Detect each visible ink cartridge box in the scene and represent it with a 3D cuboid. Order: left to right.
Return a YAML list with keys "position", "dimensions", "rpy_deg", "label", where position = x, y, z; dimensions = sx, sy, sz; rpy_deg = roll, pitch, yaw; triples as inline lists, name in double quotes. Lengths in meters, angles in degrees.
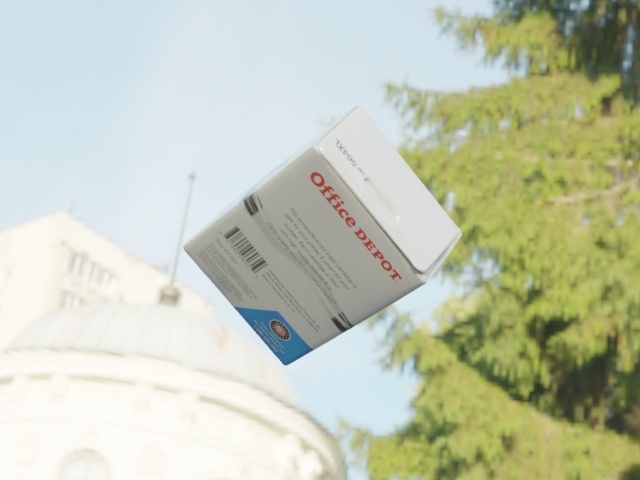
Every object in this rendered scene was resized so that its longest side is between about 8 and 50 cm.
- position: [0.000, 0.000, 1.187]
  dimensions: [0.148, 0.086, 0.203]
  rpy_deg: [51, -47, -6]
  label: "ink cartridge box"
